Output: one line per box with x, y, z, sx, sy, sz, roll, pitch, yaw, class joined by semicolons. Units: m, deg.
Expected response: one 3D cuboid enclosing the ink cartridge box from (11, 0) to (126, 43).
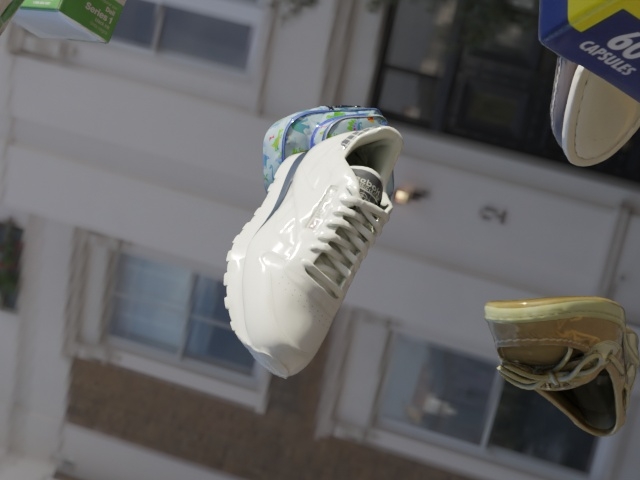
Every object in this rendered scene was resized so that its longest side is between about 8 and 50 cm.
-0.293;-0.362;1.815;0.092;0.160;0.219;30;-102;-44;ink cartridge box

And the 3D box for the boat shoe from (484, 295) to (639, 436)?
0.114;0.057;0.678;0.153;0.056;0.048;34;-125;-65;boat shoe

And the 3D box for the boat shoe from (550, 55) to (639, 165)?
0.286;-0.231;1.444;0.117;0.097;0.324;-8;-55;-32;boat shoe

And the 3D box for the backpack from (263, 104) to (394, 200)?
0.009;-0.075;1.379;0.084;0.114;0.105;-4;91;61;backpack

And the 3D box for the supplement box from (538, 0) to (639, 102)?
0.308;-0.208;0.772;0.356;0.194;0.195;-28;45;45;supplement box

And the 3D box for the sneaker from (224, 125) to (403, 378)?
0.000;0.000;1.120;0.090;0.095;0.235;46;-140;-30;sneaker

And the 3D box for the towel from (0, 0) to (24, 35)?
-0.103;-0.154;0.619;0.248;0.038;0.325;-51;16;-12;towel
